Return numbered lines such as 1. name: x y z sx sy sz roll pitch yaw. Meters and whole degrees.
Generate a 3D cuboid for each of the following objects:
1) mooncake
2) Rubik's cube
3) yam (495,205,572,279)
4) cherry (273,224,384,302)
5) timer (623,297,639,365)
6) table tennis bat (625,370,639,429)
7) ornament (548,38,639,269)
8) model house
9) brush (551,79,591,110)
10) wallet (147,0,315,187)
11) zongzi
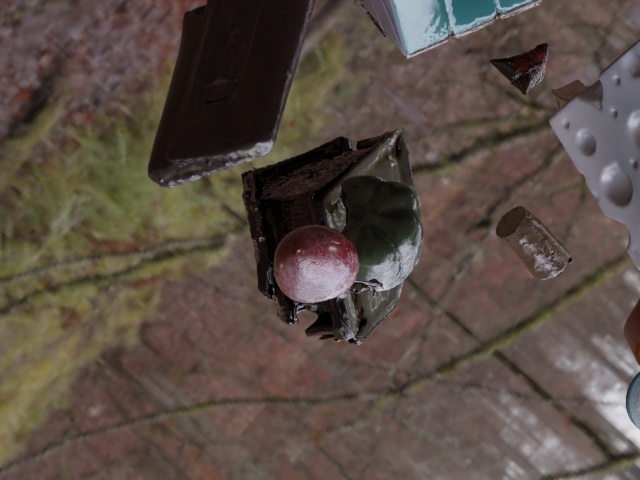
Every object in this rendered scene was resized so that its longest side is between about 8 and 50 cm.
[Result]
1. mooncake: 0.072 -0.015 1.827 0.168 0.175 0.104 -21 150 -2
2. Rubik's cube: 0.156 -0.432 1.740 0.225 0.231 0.221 -23 -141 -4
3. yam: 0.380 0.006 2.201 0.084 0.127 0.084 -43 -163 16
4. cherry: 0.008 0.045 1.559 0.107 0.090 0.225 -31 151 6
5. timer: 0.620 0.112 1.843 0.250 0.257 0.161 -61 -173 14
6. table tennis bat: 0.518 0.195 1.723 0.201 0.124 0.033 -42 -162 10
7. ornament: 0.490 -0.142 1.559 0.240 0.239 0.239 -23 168 -30
8. model house: 0.000 0.000 2.062 0.283 0.317 0.297 -8 -171 45
9. brush: 0.420 -0.185 1.933 0.059 0.123 0.197 -26 -170 6
10. wallet: -0.096 -0.169 1.277 0.182 0.049 0.229 -11 -125 36
11. zongzi: 0.290 -0.232 1.741 0.083 0.073 0.067 -9 144 -16
